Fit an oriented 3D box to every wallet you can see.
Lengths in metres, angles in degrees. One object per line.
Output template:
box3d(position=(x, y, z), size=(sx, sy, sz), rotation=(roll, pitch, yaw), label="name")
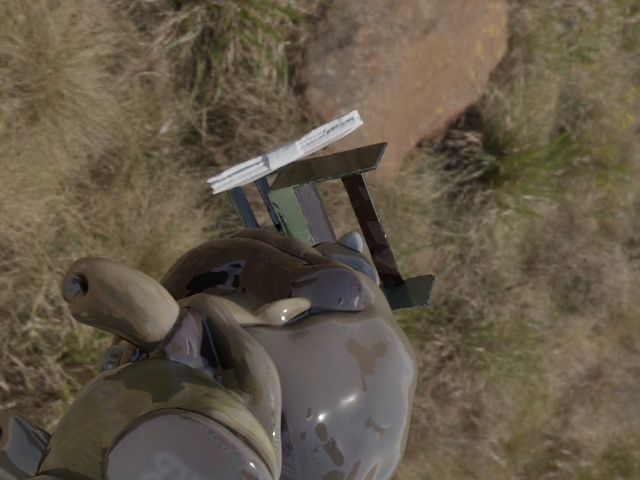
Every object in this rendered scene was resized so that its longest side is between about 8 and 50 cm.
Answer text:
box3d(position=(-0.017, -0.044, 0.452), size=(0.044, 0.083, 0.011), rotation=(-61, 126, -83), label="wallet")

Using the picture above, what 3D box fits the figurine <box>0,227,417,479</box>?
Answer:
box3d(position=(-0.055, 0.103, 0.511), size=(0.248, 0.203, 0.380), rotation=(-55, 173, 5), label="figurine")

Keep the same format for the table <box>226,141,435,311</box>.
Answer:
box3d(position=(0.000, 0.000, 0.829), size=(0.146, 0.175, 0.062), rotation=(67, 27, -24), label="table")
